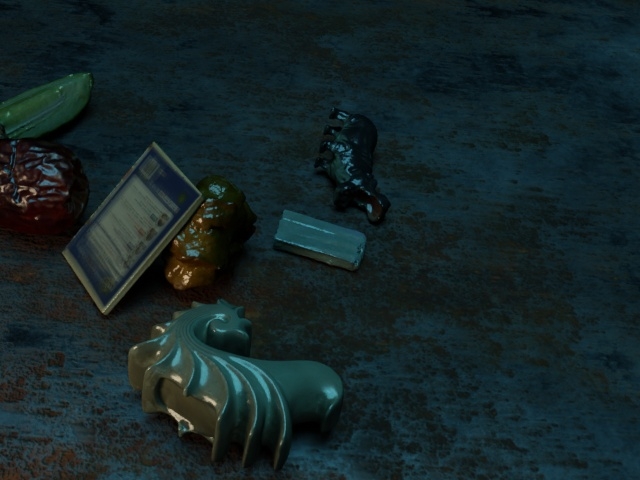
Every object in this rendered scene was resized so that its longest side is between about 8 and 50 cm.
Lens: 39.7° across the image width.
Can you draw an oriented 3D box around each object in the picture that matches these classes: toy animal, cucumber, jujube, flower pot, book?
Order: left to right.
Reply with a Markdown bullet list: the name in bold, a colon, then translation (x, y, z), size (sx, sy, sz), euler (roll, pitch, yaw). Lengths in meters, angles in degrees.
- **jujube**: translation (-0.680, -0.123, 1.951), size (0.341, 0.216, 0.216), euler (6, 42, 9)
- **cucumber**: translation (-0.706, -0.325, 2.231), size (0.145, 0.105, 0.325), euler (5, 35, 37)
- **book**: translation (-0.399, -0.031, 1.863), size (0.322, 0.018, 0.228), euler (-49, 52, 6)
- **flower pot**: translation (-0.160, 0.267, 1.643), size (0.367, 0.165, 0.254), euler (31, 42, 23)
- **toy animal**: translation (0.073, -0.186, 2.213), size (0.168, 0.106, 0.343), euler (6, 48, -13)

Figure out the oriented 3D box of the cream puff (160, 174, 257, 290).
- **cream puff**: translation (-0.242, -0.011, 1.896), size (0.154, 0.241, 0.269), euler (16, 71, 14)

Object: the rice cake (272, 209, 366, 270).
- **rice cake**: translation (0.000, 0.000, 2.046), size (0.211, 0.038, 0.124), euler (13, 42, 4)
